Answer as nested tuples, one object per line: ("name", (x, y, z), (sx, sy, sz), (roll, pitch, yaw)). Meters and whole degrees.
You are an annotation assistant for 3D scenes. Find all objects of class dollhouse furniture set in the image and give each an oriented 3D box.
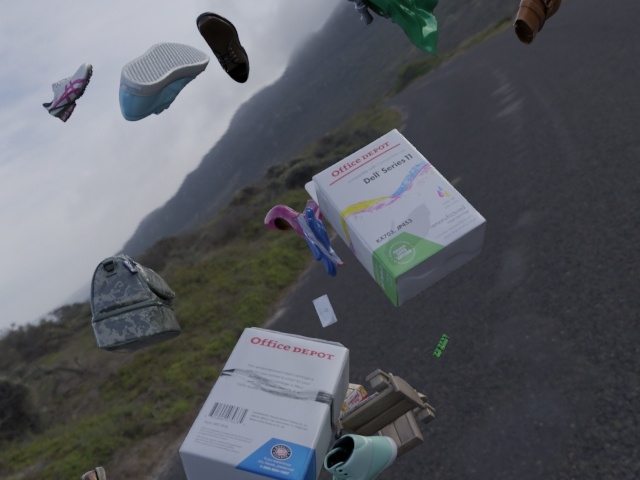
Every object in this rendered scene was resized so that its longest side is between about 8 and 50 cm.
("dollhouse furniture set", (0.115, 0.454, 1.779), (0.303, 0.355, 0.174), (-37, 41, 13))

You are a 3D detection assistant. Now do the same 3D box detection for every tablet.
("tablet", (0.012, 0.201, 1.858), (0.054, 0.083, 0.006), (-29, -11, 34))

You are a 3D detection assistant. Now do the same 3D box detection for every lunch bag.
("lunch bag", (-0.558, 0.187, 1.950), (0.212, 0.256, 0.305), (-18, -9, -2))

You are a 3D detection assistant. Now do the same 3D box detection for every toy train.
("toy train", (0.376, 0.329, 2.029), (0.083, 0.023, 0.017), (-56, -8, -24))

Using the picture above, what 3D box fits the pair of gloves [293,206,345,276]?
("pair of gloves", (0.000, 0.000, 1.433), (0.023, 0.159, 0.198), (-32, 0, 12))

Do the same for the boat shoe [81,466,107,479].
("boat shoe", (-0.428, 0.575, 1.183), (0.104, 0.307, 0.111), (-2, -9, -21))

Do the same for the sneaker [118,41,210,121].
("sneaker", (-0.429, -0.425, 1.754), (0.366, 0.135, 0.150), (-49, -11, -54))

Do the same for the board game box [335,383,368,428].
("board game box", (0.040, 0.534, 2.079), (0.193, 0.045, 0.147), (-40, 12, -25))

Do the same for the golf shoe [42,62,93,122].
("golf shoe", (-0.704, -0.423, 1.823), (0.186, 0.086, 0.067), (-53, 23, 14))

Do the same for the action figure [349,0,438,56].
("action figure", (0.079, -0.366, 0.966), (0.063, 0.232, 0.137), (-31, 52, 43))

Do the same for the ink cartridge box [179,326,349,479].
("ink cartridge box", (-0.114, 0.420, 1.570), (0.285, 0.166, 0.395), (10, 40, 15))

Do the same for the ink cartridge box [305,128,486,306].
("ink cartridge box", (0.126, -0.074, 1.269), (0.207, 0.353, 0.119), (-32, -32, -11))

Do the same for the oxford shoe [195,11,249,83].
("oxford shoe", (-0.237, -0.486, 1.659), (0.083, 0.096, 0.227), (-24, -33, 14))

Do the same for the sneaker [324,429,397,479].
("sneaker", (0.040, 0.523, 1.451), (0.256, 0.151, 0.094), (-56, 36, 15))

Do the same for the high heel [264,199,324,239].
("high heel", (-0.076, -0.027, 1.654), (0.244, 0.082, 0.117), (-9, 56, 45))

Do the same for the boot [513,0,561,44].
("boot", (0.387, -0.459, 1.164), (0.073, 0.197, 0.152), (28, 84, 39))
